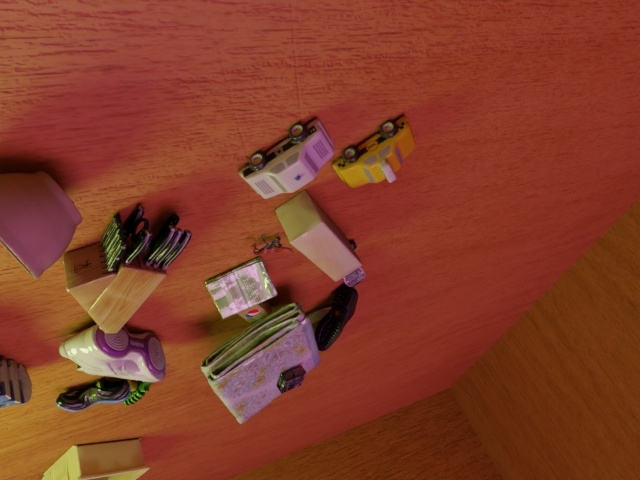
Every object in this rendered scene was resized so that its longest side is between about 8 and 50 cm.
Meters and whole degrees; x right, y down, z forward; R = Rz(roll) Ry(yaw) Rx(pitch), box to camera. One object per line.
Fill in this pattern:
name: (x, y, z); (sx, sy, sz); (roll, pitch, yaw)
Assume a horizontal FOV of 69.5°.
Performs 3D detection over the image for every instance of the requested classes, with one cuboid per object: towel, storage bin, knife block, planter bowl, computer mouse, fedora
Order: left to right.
planter bowl: (-0.439, -0.038, 0.698); (0.109, 0.162, 0.162); (-44, 156, -28)
storage bin: (-0.812, 0.836, 1.657); (0.260, 0.123, 0.262); (-43, 146, 21)
knife block: (-0.364, 0.057, 0.929); (0.241, 0.088, 0.276); (-18, 146, -14)
towel: (-0.195, 0.120, 1.148); (0.151, 0.023, 0.113); (-25, 107, -7)
towel: (-0.157, 0.360, 1.352); (0.320, 0.090, 0.375); (-32, 144, -17)
fedora: (0.002, 0.298, 1.553); (0.194, 0.079, 0.194); (-19, 147, -13)
computer mouse: (0.074, 0.071, 1.327); (0.106, 0.042, 0.193); (-33, 142, -2)

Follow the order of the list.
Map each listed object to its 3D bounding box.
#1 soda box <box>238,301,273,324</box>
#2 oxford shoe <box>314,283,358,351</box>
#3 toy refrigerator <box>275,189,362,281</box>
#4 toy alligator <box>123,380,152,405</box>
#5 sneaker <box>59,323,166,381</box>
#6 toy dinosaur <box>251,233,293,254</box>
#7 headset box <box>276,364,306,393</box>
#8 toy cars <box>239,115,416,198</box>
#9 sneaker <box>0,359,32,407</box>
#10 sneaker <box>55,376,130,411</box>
soda box: (-0.186, 0.183, 1.264); (0.058, 0.061, 0.181); (-29, 148, 0)
oxford shoe: (0.060, 0.254, 1.471); (0.227, 0.082, 0.096); (-59, 147, 2)
toy refrigerator: (0.000, 0.000, 1.111); (0.094, 0.102, 0.269); (-33, 148, 8)
toy alligator: (-0.537, 0.445, 1.379); (0.189, 0.051, 0.056); (-34, 148, 10)
sneaker: (-0.504, 0.285, 1.153); (0.152, 0.114, 0.305); (-18, 145, 10)
toy dinosaur: (-0.121, 0.016, 1.079); (0.082, 0.090, 0.047); (-41, 147, -47)
headset box: (-0.083, 0.413, 1.376); (0.083, 0.032, 0.062); (-13, 136, -39)
toy cars: (0.037, -0.154, 0.935); (0.393, 0.087, 0.177); (-10, 143, -27)
sneaker: (-0.769, 0.308, 0.941); (0.182, 0.128, 0.316); (-25, 149, -9)
sneaker: (-0.626, 0.417, 1.277); (0.188, 0.067, 0.078); (-1, 118, -33)
